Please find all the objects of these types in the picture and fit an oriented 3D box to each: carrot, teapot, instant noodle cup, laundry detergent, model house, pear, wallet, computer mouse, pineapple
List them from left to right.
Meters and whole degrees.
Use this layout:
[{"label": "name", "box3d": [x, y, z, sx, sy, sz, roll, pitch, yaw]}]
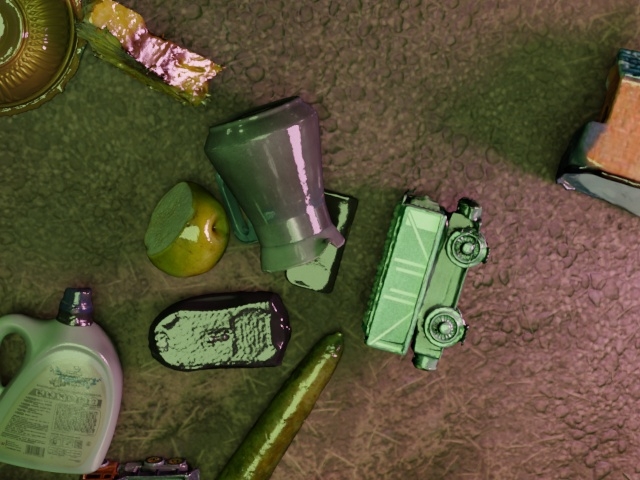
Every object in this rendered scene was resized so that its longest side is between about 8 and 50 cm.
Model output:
[{"label": "instant noodle cup", "box3d": [-0.478, -0.307, 1.687, 0.274, 0.091, 0.274, 0, 102, 0]}, {"label": "laundry detergent", "box3d": [-0.405, 0.201, 1.779, 0.215, 0.105, 0.280, 9, 103, -1]}, {"label": "pineapple", "box3d": [-0.260, -0.276, 1.678, 0.233, 0.135, 0.079, 34, 77, -33]}, {"label": "pear", "box3d": [-0.187, -0.009, 1.736, 0.104, 0.141, 0.141, 33, 100, -36]}, {"label": "computer mouse", "box3d": [-0.152, 0.140, 1.786, 0.217, 0.073, 0.122, -3, 104, -7]}, {"label": "teapot", "box3d": [-0.072, -0.078, 1.704, 0.203, 0.171, 0.225, -8, 105, 44]}, {"label": "carrot", "box3d": [-0.065, 0.289, 1.819, 0.074, 0.074, 0.358, 33, 98, -7]}, {"label": "wallet", "box3d": [0.000, 0.000, 1.788, 0.082, 0.018, 0.156, 14, 101, -4]}, {"label": "model house", "box3d": [0.501, -0.182, 1.698, 0.253, 0.184, 0.291, 17, 87, 2]}]

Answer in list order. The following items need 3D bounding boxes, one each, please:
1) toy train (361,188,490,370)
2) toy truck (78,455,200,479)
[{"label": "toy train", "box3d": [0.159, 0.058, 1.758, 0.154, 0.115, 0.269, 16, 101, 5]}, {"label": "toy truck", "box3d": [-0.281, 0.388, 1.824, 0.192, 0.092, 0.083, -1, 102, 0]}]
